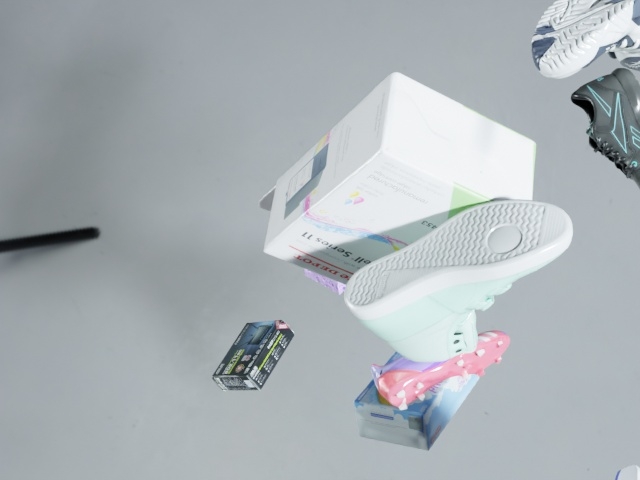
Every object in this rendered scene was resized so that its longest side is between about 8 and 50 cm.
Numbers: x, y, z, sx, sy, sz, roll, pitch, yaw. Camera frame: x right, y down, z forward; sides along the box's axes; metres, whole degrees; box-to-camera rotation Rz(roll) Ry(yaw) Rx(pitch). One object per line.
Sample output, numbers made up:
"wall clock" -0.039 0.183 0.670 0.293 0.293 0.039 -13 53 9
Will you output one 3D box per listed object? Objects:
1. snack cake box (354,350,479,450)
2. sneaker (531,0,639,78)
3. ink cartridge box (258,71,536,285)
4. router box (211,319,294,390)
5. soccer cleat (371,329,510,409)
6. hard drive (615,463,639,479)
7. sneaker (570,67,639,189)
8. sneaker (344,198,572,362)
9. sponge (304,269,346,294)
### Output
"snack cake box" 0.197 0.298 1.903 0.152 0.264 0.089 4 116 30
"sneaker" 0.326 -0.215 1.022 0.094 0.153 0.235 12 54 45
"ink cartridge box" 0.071 -0.036 1.176 0.207 0.353 0.119 22 58 -21
"router box" -0.108 0.185 1.537 0.092 0.038 0.122 -11 37 45
"soccer cleat" 0.206 0.201 1.630 0.248 0.083 0.095 -24 49 -14
"hard drive" 0.490 0.455 1.199 0.319 0.210 0.040 38 131 -14
"sneaker" 0.503 -0.155 1.576 0.106 0.101 0.267 -15 67 -2
"sneaker" 0.171 0.051 1.054 0.256 0.151 0.094 -23 44 21
"sponge" 0.000 0.000 1.944 0.031 0.210 0.117 -29 37 -29
